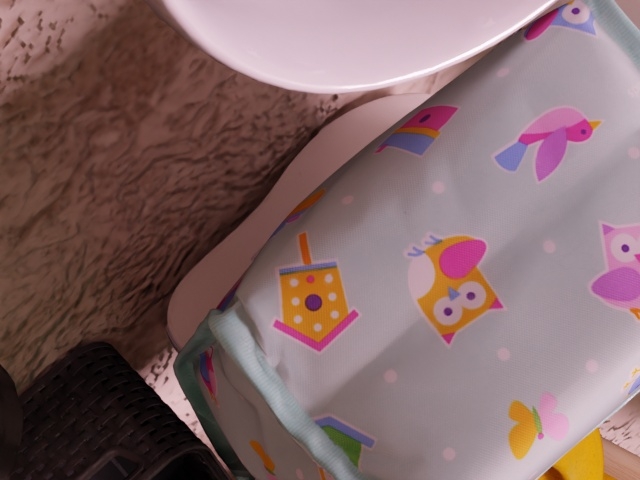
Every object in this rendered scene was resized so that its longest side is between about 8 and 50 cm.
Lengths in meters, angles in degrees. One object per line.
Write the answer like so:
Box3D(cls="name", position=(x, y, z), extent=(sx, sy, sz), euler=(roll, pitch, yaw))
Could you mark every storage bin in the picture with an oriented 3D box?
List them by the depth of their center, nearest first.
Box3D(cls="storage bin", position=(-0.106, 0.147, 0.984), extent=(0.122, 0.084, 0.180), euler=(-42, 150, -10))

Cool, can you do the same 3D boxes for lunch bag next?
Box3D(cls="lunch bag", position=(0.058, 0.037, 0.860), extent=(0.223, 0.160, 0.262), euler=(-40, 175, -13))

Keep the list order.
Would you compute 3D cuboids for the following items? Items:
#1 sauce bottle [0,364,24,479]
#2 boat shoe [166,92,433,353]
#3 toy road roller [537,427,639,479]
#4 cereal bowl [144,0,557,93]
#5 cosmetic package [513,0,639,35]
Box3D(cls="sauce bottle", position=(-0.235, 0.045, 0.678), extent=(0.111, 0.111, 0.344), euler=(-52, 152, 8))
Box3D(cls="boat shoe", position=(0.000, 0.000, 0.975), extent=(0.184, 0.066, 0.063), euler=(-48, 171, -11))
Box3D(cls="toy road roller", position=(0.108, 0.154, 1.148), extent=(0.329, 0.202, 0.241), euler=(-16, 122, -41))
Box3D(cls="cereal bowl", position=(0.027, -0.225, 0.661), extent=(0.339, 0.141, 0.339), euler=(-33, 148, -24))
Box3D(cls="cosmetic package", position=(0.270, -0.145, 1.049), extent=(0.309, 0.160, 0.113), euler=(-26, 144, -31))
